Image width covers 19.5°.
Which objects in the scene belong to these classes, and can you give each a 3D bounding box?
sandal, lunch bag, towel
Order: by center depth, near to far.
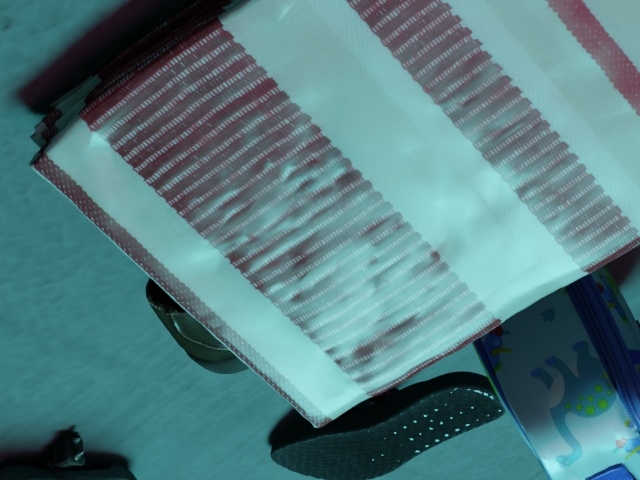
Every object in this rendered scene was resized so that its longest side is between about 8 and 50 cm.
[{"bbox_3d":[0.061,-0.060,0.866,0.329,0.037,0.237,-32,123,19],"label":"towel"},{"bbox_3d":[0.153,0.083,1.091,0.090,0.176,0.219,-26,148,9],"label":"lunch bag"},{"bbox_3d":[0.044,0.112,1.191,0.179,0.040,0.067,-26,138,35],"label":"sandal"}]

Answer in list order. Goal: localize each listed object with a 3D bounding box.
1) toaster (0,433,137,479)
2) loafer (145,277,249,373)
[{"bbox_3d":[-0.172,0.239,1.165,0.129,0.146,0.227,5,140,-38],"label":"toaster"},{"bbox_3d":[0.000,0.000,0.962,0.220,0.080,0.078,-35,147,21],"label":"loafer"}]
